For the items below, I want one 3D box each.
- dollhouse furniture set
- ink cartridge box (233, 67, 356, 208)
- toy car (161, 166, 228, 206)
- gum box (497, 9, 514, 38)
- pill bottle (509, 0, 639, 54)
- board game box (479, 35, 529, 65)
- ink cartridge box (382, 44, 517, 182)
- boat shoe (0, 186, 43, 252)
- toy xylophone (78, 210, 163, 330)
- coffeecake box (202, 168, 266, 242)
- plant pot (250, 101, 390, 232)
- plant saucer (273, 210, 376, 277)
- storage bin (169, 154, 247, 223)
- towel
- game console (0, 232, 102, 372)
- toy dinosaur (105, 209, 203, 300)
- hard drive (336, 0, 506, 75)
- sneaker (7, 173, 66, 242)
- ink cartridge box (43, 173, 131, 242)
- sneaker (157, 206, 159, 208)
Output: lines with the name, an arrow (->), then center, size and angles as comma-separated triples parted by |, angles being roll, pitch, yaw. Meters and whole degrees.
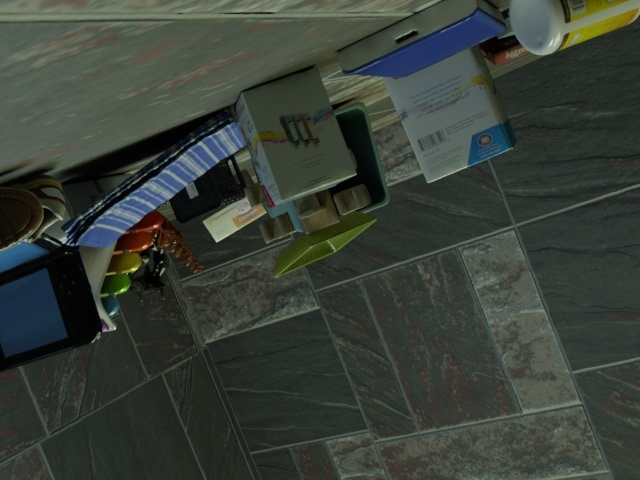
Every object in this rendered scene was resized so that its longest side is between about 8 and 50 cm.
dollhouse furniture set -> -0.033, -0.141, 1.625 | 0.212, 0.242, 0.161 | -21, -177, 16
ink cartridge box -> -0.044, -0.157, 1.254 | 0.127, 0.176, 0.128 | -20, -179, -13
toy car -> -0.363, -0.128, 1.992 | 0.239, 0.053, 0.225 | -21, -178, 34
gum box -> 0.422, -0.424, 1.459 | 0.157, 0.041, 0.184 | -20, -176, 45
pill bottle -> 0.400, -0.364, 1.211 | 0.214, 0.117, 0.117 | -22, -178, -17
board game box -> 0.459, -0.429, 1.616 | 0.281, 0.027, 0.145 | -22, -155, 4
ink cartridge box -> 0.249, -0.256, 1.535 | 0.171, 0.233, 0.168 | -21, -175, 21
boat shoe -> -0.505, -0.019, 1.112 | 0.257, 0.095, 0.095 | -16, -165, -3
toy xylophone -> -0.464, 0.037, 1.651 | 0.236, 0.081, 0.323 | -1, -124, 31
coffeecake box -> -0.218, -0.089, 1.979 | 0.142, 0.068, 0.185 | -31, -156, 2
plant pot -> -0.029, -0.168, 1.920 | 0.247, 0.248, 0.252 | -23, -166, -31
plant saucer -> 0.000, 0.000, 1.728 | 0.188, 0.045, 0.188 | -22, 169, -36
storage bin -> -0.262, -0.122, 1.813 | 0.084, 0.122, 0.180 | -24, -177, -44
towel -> -0.269, -0.092, 1.376 | 0.336, 0.040, 0.243 | -36, 177, -1
game console -> -0.549, 0.094, 1.345 | 0.293, 0.250, 0.173 | -19, 178, 28
toy dinosaur -> -0.392, 0.008, 1.770 | 0.164, 0.219, 0.322 | 10, -169, -36
hard drive -> 0.171, -0.316, 1.275 | 0.210, 0.040, 0.318 | -21, -178, 22
sneaker -> -0.459, -0.026, 1.174 | 0.185, 0.084, 0.070 | -28, 141, 5
ink cartridge box -> -0.453, -0.049, 1.496 | 0.158, 0.092, 0.218 | -21, -179, 22
sneaker -> -0.499, -0.081, 2.074 | 0.089, 0.051, 0.170 | -20, 179, 39
